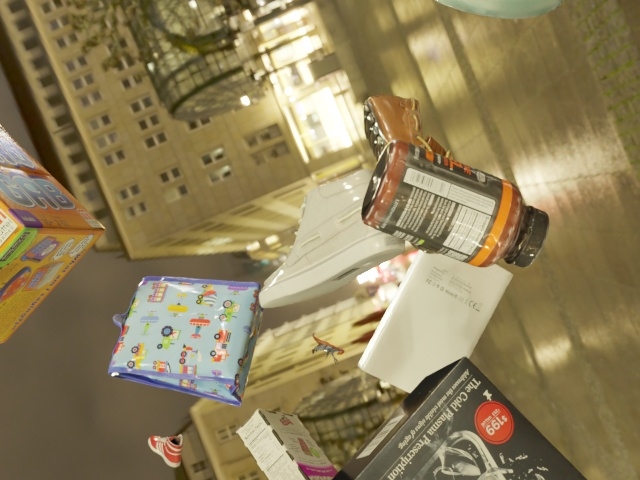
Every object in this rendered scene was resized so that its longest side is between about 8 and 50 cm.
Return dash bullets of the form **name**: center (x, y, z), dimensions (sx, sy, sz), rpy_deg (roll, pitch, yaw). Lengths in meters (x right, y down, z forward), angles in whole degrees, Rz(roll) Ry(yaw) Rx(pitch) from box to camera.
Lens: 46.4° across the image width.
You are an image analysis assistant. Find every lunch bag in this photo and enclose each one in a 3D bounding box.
- **lunch bag**: center (-0.283, 0.188, 1.514), dimensions (0.138, 0.293, 0.221), rpy_deg (92, -171, -59)

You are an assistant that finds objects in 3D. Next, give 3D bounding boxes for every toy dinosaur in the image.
- **toy dinosaur**: center (0.019, 0.265, 1.844), dimensions (0.047, 0.082, 0.090), rpy_deg (12, -116, -66)

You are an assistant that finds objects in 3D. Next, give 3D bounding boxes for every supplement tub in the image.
- **supplement tub**: center (0.152, -0.034, 0.842), dimensions (0.106, 0.198, 0.106), rpy_deg (-160, 90, -84)

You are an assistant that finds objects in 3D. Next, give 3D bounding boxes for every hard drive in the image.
- **hard drive**: center (0.266, 0.181, 1.710), dimensions (0.233, 0.353, 0.047), rpy_deg (28, 180, -20)

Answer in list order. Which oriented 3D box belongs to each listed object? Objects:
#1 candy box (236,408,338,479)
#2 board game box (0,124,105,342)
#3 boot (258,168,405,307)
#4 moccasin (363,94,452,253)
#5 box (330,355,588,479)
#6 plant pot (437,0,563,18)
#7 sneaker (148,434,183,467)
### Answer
- **candy box**: center (-0.042, 0.440, 1.440), dimensions (0.233, 0.071, 0.159), rpy_deg (49, -171, 32)
- **board game box**: center (-0.741, -0.017, 1.512), dimensions (0.356, 0.356, 0.356), rpy_deg (44, -176, 6)
- **boot**: center (0.000, 0.000, 1.019), dimensions (0.095, 0.258, 0.123), rpy_deg (1, -114, -49)
- **moccasin**: center (0.181, -0.130, 1.352), dimensions (0.380, 0.147, 0.139), rpy_deg (-103, 5, -49)
- **box**: center (0.210, 0.425, 1.204), dimensions (0.312, 0.343, 0.179), rpy_deg (46, 155, 5)
- **plant pot**: center (0.256, -0.489, 1.081), dimensions (0.196, 0.293, 0.293), rpy_deg (104, 153, -49)
- **sneaker**: center (-0.361, 0.474, 1.752), dimensions (0.118, 0.042, 0.067), rpy_deg (26, 109, 41)
